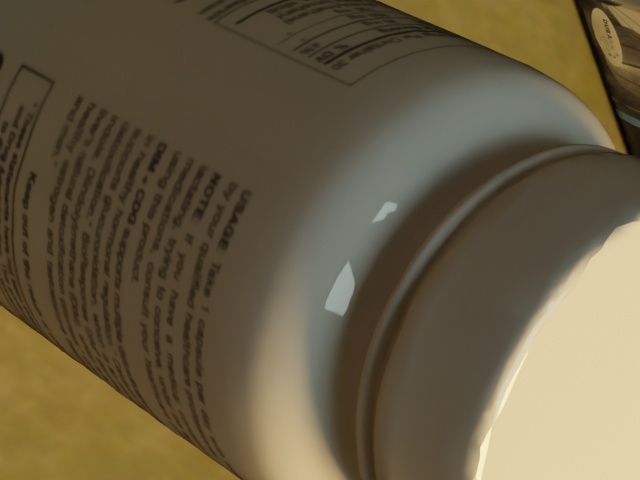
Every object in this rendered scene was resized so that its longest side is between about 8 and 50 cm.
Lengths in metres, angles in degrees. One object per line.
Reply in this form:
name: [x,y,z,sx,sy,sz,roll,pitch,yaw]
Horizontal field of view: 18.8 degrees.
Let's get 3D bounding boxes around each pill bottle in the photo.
pill bottle: [0.000,0.000,0.643,0.160,0.283,0.160,-21,124,-34]

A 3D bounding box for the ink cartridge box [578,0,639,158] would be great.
ink cartridge box: [0.270,-0.029,0.847,0.065,0.332,0.165,-46,134,-20]
